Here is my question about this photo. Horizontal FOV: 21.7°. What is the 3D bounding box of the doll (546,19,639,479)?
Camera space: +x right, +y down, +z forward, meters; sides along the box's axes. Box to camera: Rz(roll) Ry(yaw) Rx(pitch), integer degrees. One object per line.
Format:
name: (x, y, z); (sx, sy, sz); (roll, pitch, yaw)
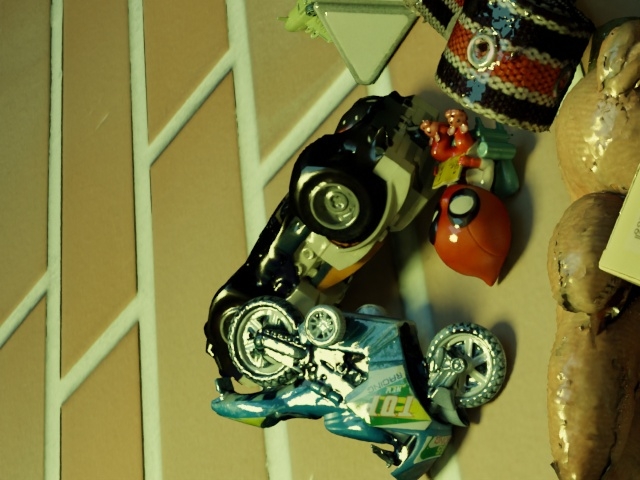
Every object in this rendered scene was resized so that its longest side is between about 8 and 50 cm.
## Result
doll: (0.226, 0.024, 1.088); (0.156, 0.201, 0.303); (0, 74, 21)

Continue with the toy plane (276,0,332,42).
toy plane: (-0.008, -0.247, 1.749); (0.111, 0.040, 0.102); (-30, 58, 46)

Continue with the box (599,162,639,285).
box: (0.286, -0.047, 0.989); (0.095, 0.168, 0.212); (24, 92, 58)

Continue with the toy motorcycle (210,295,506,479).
toy motorcycle: (0.027, 0.121, 1.356); (0.254, 0.092, 0.136); (7, 92, 27)

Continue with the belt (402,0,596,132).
belt: (0.139, -0.163, 1.257); (0.094, 0.126, 0.359); (-57, 8, 16)

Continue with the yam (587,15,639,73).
yam: (0.223, -0.128, 1.276); (0.043, 0.043, 0.094); (-15, 60, 56)

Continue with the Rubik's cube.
Rubik's cube: (0.048, -0.337, 1.605); (0.229, 0.233, 0.228); (-39, -21, -17)

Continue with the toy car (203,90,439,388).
toy car: (0.001, 0.002, 1.485); (0.301, 0.118, 0.193); (-57, 3, 27)

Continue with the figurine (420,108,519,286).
figurine: (0.123, -0.032, 1.359); (0.068, 0.075, 0.140); (-25, 62, 50)
